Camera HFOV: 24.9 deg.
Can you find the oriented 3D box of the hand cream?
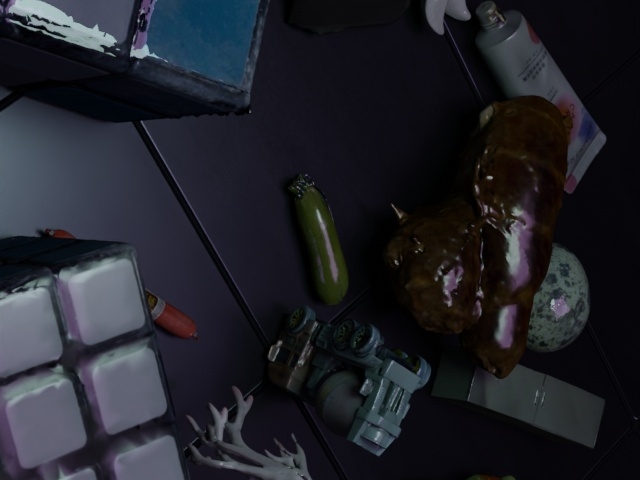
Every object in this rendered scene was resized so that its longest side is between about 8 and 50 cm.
[{"bbox_3d":[0.326,-0.224,2.160,0.340,0.078,0.124,49,64,-31],"label":"hand cream"}]

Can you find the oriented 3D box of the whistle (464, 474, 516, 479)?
[{"bbox_3d":[0.258,0.402,2.102,0.288,0.106,0.131,21,73,-35],"label":"whistle"}]

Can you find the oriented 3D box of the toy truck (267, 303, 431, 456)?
[{"bbox_3d":[0.029,0.178,1.843,0.108,0.257,0.140,33,79,-32],"label":"toy truck"}]

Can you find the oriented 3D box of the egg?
[{"bbox_3d":[0.331,0.082,2.130,0.132,0.132,0.172,30,60,-33],"label":"egg"}]

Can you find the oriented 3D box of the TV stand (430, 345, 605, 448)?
[{"bbox_3d":[0.293,0.231,2.134,0.269,0.088,0.082,23,78,-35],"label":"TV stand"}]

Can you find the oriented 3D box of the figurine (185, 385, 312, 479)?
[{"bbox_3d":[-0.111,0.338,1.679,0.316,0.284,0.206,-13,125,-44],"label":"figurine"}]

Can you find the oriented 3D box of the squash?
[{"bbox_3d":[0.000,0.000,1.942,0.052,0.052,0.183,-20,100,-34],"label":"squash"}]

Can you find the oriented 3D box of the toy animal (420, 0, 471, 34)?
[{"bbox_3d":[0.161,-0.411,2.031,0.104,0.131,0.220,-42,148,-62],"label":"toy animal"}]

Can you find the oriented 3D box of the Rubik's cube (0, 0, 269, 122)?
[{"bbox_3d":[-0.247,-0.320,1.590,0.318,0.316,0.313,17,82,-36],"label":"Rubik's cube"}]

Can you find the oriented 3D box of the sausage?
[{"bbox_3d":[-0.241,0.057,1.779,0.253,0.034,0.034,38,70,-31],"label":"sausage"}]

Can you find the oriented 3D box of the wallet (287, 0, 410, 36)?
[{"bbox_3d":[0.067,-0.452,1.895,0.197,0.051,0.377,-8,122,-34],"label":"wallet"}]

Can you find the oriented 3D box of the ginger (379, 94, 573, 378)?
[{"bbox_3d":[0.219,-0.039,2.019,0.254,0.176,0.418,26,71,-20],"label":"ginger"}]

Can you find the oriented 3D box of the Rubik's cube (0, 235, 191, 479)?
[{"bbox_3d":[-0.355,0.174,1.539,0.301,0.305,0.303,-19,104,-35],"label":"Rubik's cube"}]
